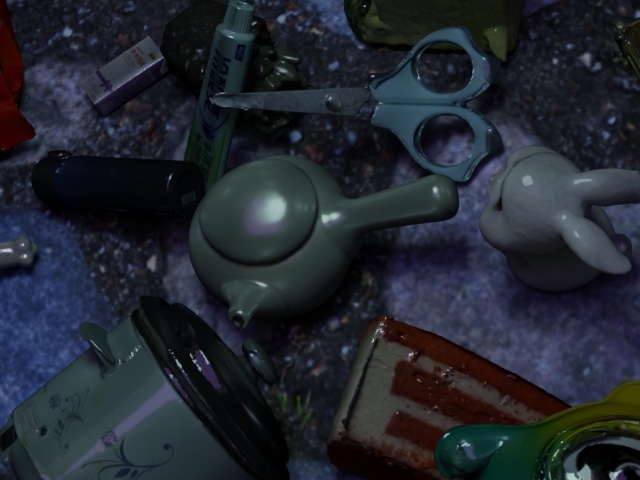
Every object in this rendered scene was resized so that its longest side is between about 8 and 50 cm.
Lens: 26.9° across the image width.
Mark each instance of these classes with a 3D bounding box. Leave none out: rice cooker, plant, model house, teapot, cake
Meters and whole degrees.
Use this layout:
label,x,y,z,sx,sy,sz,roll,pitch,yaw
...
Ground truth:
label,x,y,z,sx,sy,sz,roll,pitch,yaw
rice cooker,-0.177,0.211,1.460,0.317,0.316,0.264,-33,21,-2
plant,-0.111,-0.222,1.722,0.194,0.132,0.129,37,80,32
model house,0.144,-0.425,1.679,0.261,0.266,0.321,7,67,14
teapot,-0.009,-0.033,1.594,0.318,0.149,0.220,-29,63,1
cake,0.131,0.212,1.498,0.262,0.159,0.158,27,71,-12

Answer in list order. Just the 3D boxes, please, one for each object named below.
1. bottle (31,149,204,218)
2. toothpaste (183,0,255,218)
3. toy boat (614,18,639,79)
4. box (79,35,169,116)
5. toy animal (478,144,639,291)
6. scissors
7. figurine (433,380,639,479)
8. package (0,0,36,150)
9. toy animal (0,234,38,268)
label,x,y,z,sx,sy,sz,roll,pitch,yaw
bottle,-0.262,-0.073,1.697,0.244,0.072,0.082,3,99,33
toothpaste,-0.129,-0.153,1.643,0.075,0.297,0.048,29,30,21
toy boat,0.422,-0.189,1.589,0.068,0.088,0.226,-25,61,2
box,-0.263,-0.222,1.816,0.117,0.036,0.050,-33,61,-4
toy animal,0.272,-0.018,1.495,0.178,0.193,0.127,22,73,15
scissors,0.046,-0.167,1.616,0.360,0.029,0.191,0,91,-11
figurine,0.250,0.303,1.337,0.340,0.231,0.323,-32,86,-11
package,-0.532,-0.295,1.875,0.196,0.123,0.423,-22,60,6
toy animal,-0.518,0.022,1.710,0.282,0.138,0.140,-29,57,-1
